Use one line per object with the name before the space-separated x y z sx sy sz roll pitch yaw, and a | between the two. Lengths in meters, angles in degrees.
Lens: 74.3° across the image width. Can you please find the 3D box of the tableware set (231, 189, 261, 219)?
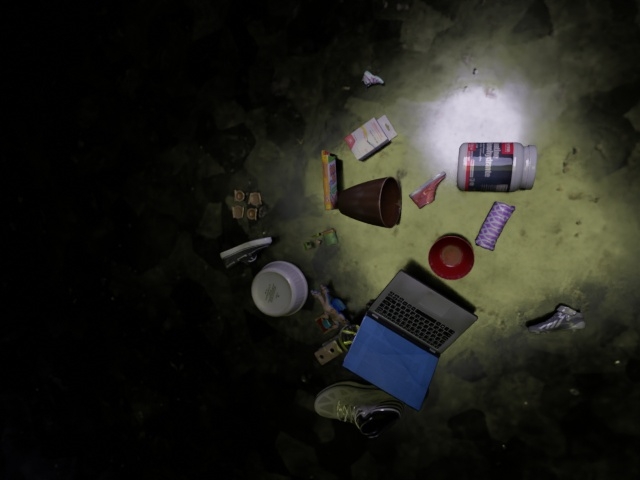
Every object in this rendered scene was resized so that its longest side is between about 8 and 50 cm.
tableware set | -0.368 -0.173 2.088 0.168 0.020 0.141 8 98 18

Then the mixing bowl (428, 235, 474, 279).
mixing bowl | 0.545 0.067 1.758 0.181 0.098 0.182 2 97 19

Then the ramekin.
ramekin | -0.205 0.239 2.015 0.272 0.127 0.273 2 96 18

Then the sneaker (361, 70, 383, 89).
sneaker | 0.220 -0.683 1.832 0.098 0.038 0.069 36 107 22

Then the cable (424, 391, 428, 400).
cable | 0.409 0.573 1.892 0.139 0.072 0.287 -36 96 3

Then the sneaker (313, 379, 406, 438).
sneaker | 0.148 0.747 1.874 0.446 0.257 0.169 -12 91 20

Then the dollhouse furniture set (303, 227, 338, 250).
dollhouse furniture set | 0.000 0.000 1.958 0.151 0.058 0.076 -19 89 20

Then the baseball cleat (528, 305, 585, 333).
baseball cleat | 0.929 0.317 1.677 0.205 0.072 0.110 -8 79 15

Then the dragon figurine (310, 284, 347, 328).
dragon figurine | 0.068 0.326 1.948 0.085 0.144 0.289 -36 115 18

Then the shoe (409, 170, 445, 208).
shoe | 0.466 -0.210 1.780 0.178 0.063 0.081 -37 84 24

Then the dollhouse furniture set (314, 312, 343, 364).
dollhouse furniture set | 0.020 0.448 1.957 0.128 0.129 0.184 -37 84 18

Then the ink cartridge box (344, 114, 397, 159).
ink cartridge box | 0.219 -0.450 1.836 0.198 0.067 0.115 -33 84 18

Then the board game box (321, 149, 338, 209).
board game box | 0.042 -0.267 1.884 0.039 0.124 0.260 -5 94 18

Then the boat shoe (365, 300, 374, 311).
boat shoe | 0.311 0.292 1.863 0.227 0.081 0.069 -14 109 21

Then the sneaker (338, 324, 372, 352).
sneaker | 0.231 0.518 1.860 0.145 0.147 0.385 -40 90 -17

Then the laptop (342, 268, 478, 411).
laptop | 0.365 0.408 1.722 0.381 0.236 0.408 31 121 -3

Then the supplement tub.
supplement tub | 0.672 -0.283 1.632 0.271 0.191 0.191 4 96 19

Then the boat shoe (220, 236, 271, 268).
boat shoe | -0.356 0.065 2.062 0.301 0.108 0.102 -20 88 22

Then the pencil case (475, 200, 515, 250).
pencil case | 0.705 -0.055 1.702 0.088 0.086 0.206 17 105 -18

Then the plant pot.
plant pot | 0.199 -0.163 1.816 0.230 0.215 0.216 4 97 34
